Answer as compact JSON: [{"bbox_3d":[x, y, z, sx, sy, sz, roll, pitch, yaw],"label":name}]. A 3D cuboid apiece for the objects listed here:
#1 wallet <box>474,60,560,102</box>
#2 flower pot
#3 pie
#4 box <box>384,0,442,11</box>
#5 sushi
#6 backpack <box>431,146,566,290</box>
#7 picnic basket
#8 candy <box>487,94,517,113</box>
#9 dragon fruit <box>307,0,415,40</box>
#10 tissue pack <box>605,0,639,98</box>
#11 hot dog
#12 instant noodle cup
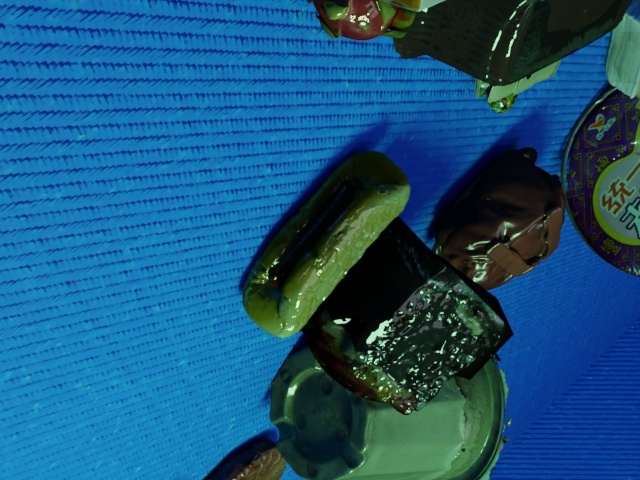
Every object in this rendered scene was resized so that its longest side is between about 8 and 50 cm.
[{"bbox_3d":[0.251,-0.234,1.385,0.155,0.039,0.110,-26,143,-41],"label":"wallet"},{"bbox_3d":[0.086,0.233,1.580,0.259,0.290,0.290,3,126,-47],"label":"flower pot"},{"bbox_3d":[-0.121,0.371,1.678,0.182,0.049,0.182,-37,156,-20],"label":"pie"},{"bbox_3d":[0.124,-0.339,0.874,0.221,0.091,0.274,-28,136,-38],"label":"box"},{"bbox_3d":[0.081,0.091,1.380,0.212,0.215,0.227,-48,157,2],"label":"sushi"},{"bbox_3d":[0.267,-0.015,1.626,0.229,0.139,0.229,-36,152,-23],"label":"backpack"},{"bbox_3d":[0.224,-0.270,1.171,0.297,0.129,0.222,-28,151,-36],"label":"picnic basket"},{"bbox_3d":[0.257,-0.205,1.460,0.123,0.035,0.035,-43,-170,-33],"label":"candy"},{"bbox_3d":[0.036,-0.214,0.992,0.086,0.081,0.116,-31,148,16],"label":"dragon fruit"},{"bbox_3d":[0.555,-0.364,1.661,0.325,0.071,0.170,-40,154,-16],"label":"tissue pack"},{"bbox_3d":[0.000,0.000,1.267,0.242,0.084,0.073,-48,153,3],"label":"hot dog"},{"bbox_3d":[0.585,-0.109,1.829,0.340,0.340,0.266,-56,164,19],"label":"instant noodle cup"}]
